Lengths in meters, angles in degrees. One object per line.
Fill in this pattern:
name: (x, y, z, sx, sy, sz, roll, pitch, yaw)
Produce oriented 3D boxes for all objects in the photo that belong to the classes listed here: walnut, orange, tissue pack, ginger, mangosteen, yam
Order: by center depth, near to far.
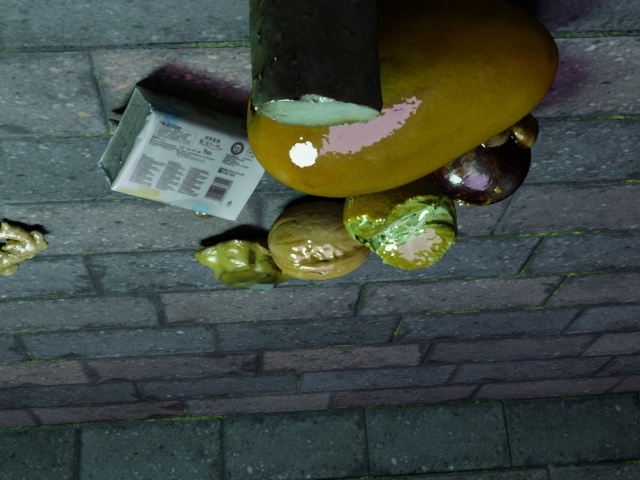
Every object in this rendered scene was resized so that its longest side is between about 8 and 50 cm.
yam: (-0.008, -0.265, 1.193, 0.161, 0.268, 0.161, -3, 166, -1)
mangosteen: (0.261, -0.163, 1.566, 0.192, 0.192, 0.217, 12, 142, -33)
tissue pack: (-0.219, -0.150, 1.597, 0.229, 0.145, 0.159, 13, 119, -36)
orange: (0.146, -0.057, 1.818, 0.179, 0.158, 0.237, -25, 147, 28)
walnut: (0.000, 0.000, 1.938, 0.207, 0.159, 0.159, -3, 157, 9)
ginger: (-0.619, 0.022, 1.998, 0.176, 0.052, 0.193, -5, 156, 16)

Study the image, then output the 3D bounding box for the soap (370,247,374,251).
soap: (0.120, -0.016, 2.067, 0.089, 0.033, 0.168, -3, 157, 1)

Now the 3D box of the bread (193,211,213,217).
bread: (-0.209, -0.079, 1.831, 0.066, 0.060, 0.110, -30, 159, -11)

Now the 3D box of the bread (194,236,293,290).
bread: (-0.146, 0.050, 2.110, 0.161, 0.088, 0.233, -26, 151, 35)

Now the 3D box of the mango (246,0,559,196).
mango: (0.111, -0.206, 1.389, 0.446, 0.232, 0.300, -14, 150, 8)
